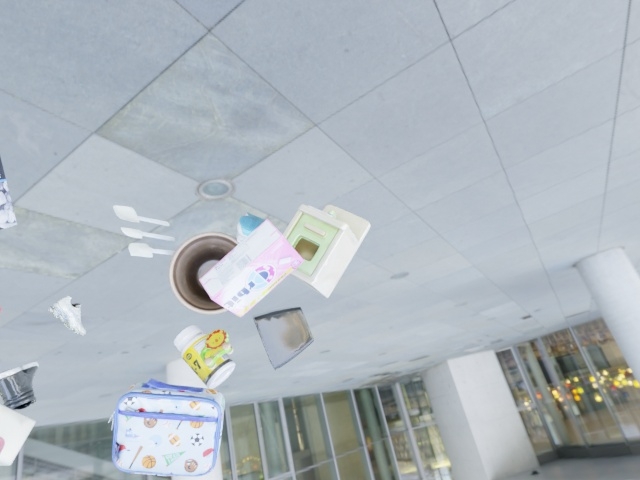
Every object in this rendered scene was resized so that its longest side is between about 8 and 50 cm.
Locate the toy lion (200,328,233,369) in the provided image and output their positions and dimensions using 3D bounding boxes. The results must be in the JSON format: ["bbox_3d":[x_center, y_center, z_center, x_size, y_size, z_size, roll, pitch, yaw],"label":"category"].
[{"bbox_3d":[-0.307,0.309,1.170,0.100,0.096,0.034,-40,137,-20],"label":"toy lion"}]

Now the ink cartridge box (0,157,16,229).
[{"bbox_3d":[-0.892,-0.114,1.023,0.045,0.206,0.208,1,-163,4],"label":"ink cartridge box"}]

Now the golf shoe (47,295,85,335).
[{"bbox_3d":[-0.877,0.271,1.434,0.069,0.086,0.176,15,139,23],"label":"golf shoe"}]

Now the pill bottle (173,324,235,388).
[{"bbox_3d":[-0.408,0.402,1.405,0.119,0.208,0.119,-43,161,-18],"label":"pill bottle"}]

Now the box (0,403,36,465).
[{"bbox_3d":[-0.964,0.521,1.114,0.148,0.127,0.232,-9,134,18],"label":"box"}]

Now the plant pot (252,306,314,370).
[{"bbox_3d":[-0.128,0.327,1.426,0.167,0.188,0.187,-21,176,-13],"label":"plant pot"}]

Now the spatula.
[{"bbox_3d":[-0.518,-0.021,1.233,0.019,0.168,0.242,-34,166,13],"label":"spatula"}]

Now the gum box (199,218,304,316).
[{"bbox_3d":[-0.137,0.062,0.802,0.188,0.062,0.107,-42,143,-5],"label":"gum box"}]

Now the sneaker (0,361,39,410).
[{"bbox_3d":[-1.074,0.524,1.439,0.104,0.147,0.295,-17,177,-24],"label":"sneaker"}]

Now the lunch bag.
[{"bbox_3d":[-0.429,0.521,1.129,0.303,0.243,0.115,7,-176,-6],"label":"lunch bag"}]

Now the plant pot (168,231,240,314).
[{"bbox_3d":[-0.367,0.113,1.366,0.263,0.263,0.229,-7,175,-14],"label":"plant pot"}]

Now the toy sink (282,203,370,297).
[{"bbox_3d":[0.000,0.000,1.037,0.234,0.152,0.131,-57,150,-10],"label":"toy sink"}]

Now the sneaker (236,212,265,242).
[{"bbox_3d":[-0.217,-0.026,1.245,0.087,0.092,0.229,22,-174,-6],"label":"sneaker"}]
